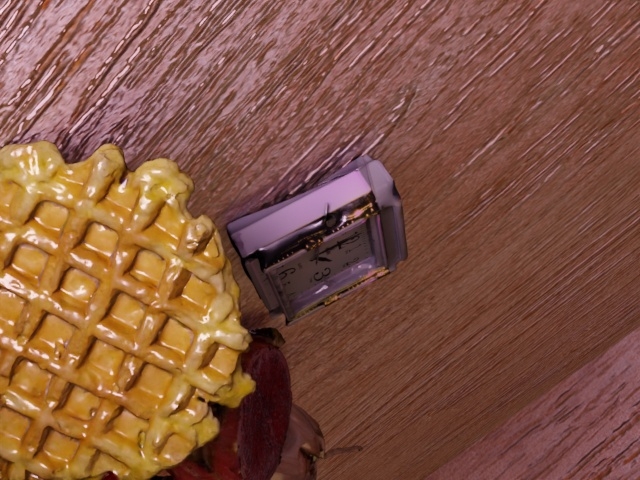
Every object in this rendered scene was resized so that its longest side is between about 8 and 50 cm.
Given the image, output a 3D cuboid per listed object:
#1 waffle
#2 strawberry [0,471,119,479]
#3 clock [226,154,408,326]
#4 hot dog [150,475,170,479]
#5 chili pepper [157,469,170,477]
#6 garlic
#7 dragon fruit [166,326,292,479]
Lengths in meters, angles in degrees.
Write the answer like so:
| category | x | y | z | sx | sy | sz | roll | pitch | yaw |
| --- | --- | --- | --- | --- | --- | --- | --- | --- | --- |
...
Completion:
| category | x | y | z | sx | sy | sz | roll | pitch | yaw |
| --- | --- | --- | --- | --- | --- | --- | --- | --- | --- |
| waffle | -0.216 | 0.069 | 1.177 | 0.302 | 0.325 | 0.068 | -17 | -167 | 8 |
| strawberry | -0.341 | 0.221 | 1.421 | 0.261 | 0.261 | 0.257 | -23 | 144 | -16 |
| clock | 0.000 | 0.000 | 1.553 | 0.186 | 0.083 | 0.253 | -28 | 160 | -5 |
| hot dog | -0.305 | 0.388 | 1.837 | 0.387 | 0.174 | 0.267 | 7 | 168 | 27 |
| chili pepper | -0.209 | 0.327 | 2.062 | 0.192 | 0.084 | 0.086 | -19 | 176 | -14 |
| garlic | -0.057 | 0.273 | 1.986 | 0.256 | 0.207 | 0.207 | -15 | 156 | -31 |
| dragon fruit | -0.139 | 0.238 | 1.771 | 0.147 | 0.282 | 0.211 | 4 | 157 | 20 |
